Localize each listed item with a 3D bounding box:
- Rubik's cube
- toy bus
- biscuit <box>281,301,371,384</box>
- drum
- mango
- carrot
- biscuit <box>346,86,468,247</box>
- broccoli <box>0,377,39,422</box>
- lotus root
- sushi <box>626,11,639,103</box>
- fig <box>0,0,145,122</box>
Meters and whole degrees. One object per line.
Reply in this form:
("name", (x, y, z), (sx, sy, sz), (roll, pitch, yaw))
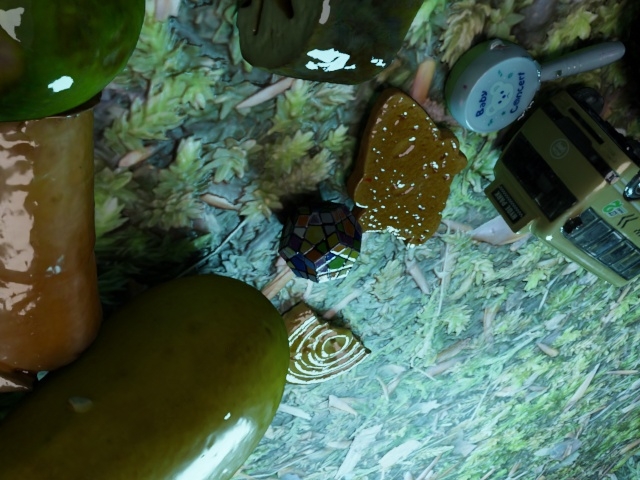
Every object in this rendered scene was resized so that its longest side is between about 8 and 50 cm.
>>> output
("Rubik's cube", (0.000, 0.000, 0.881), (0.093, 0.111, 0.111), (21, 122, -12))
("toy bus", (0.409, -0.061, 1.023), (0.202, 0.176, 0.365), (-43, 141, 21))
("biscuit", (-0.014, 0.180, 1.108), (0.145, 0.033, 0.224), (-38, 140, 6))
("drum", (0.272, -0.196, 0.890), (0.253, 0.049, 0.130), (-7, 134, -27))
("mango", (-0.186, 0.192, 0.753), (0.301, 0.221, 0.445), (-57, 172, 21))
("carrot", (-0.287, -0.020, 0.610), (0.196, 0.196, 0.254), (-7, 130, -27))
("biscuit", (0.107, -0.087, 0.904), (0.183, 0.043, 0.280), (-31, 136, -7))
("broccoli", (-0.428, 0.204, 0.684), (0.269, 0.269, 0.254), (5, 116, -37))
("lotus root", (0.013, -0.244, 0.623), (0.119, 0.138, 0.234), (-12, 132, -38))
("sushi", (0.535, -0.226, 0.938), (0.211, 0.170, 0.350), (-38, 140, 12))
("fig", (-0.272, -0.175, 0.482), (0.275, 0.206, 0.206), (-4, 144, 18))
